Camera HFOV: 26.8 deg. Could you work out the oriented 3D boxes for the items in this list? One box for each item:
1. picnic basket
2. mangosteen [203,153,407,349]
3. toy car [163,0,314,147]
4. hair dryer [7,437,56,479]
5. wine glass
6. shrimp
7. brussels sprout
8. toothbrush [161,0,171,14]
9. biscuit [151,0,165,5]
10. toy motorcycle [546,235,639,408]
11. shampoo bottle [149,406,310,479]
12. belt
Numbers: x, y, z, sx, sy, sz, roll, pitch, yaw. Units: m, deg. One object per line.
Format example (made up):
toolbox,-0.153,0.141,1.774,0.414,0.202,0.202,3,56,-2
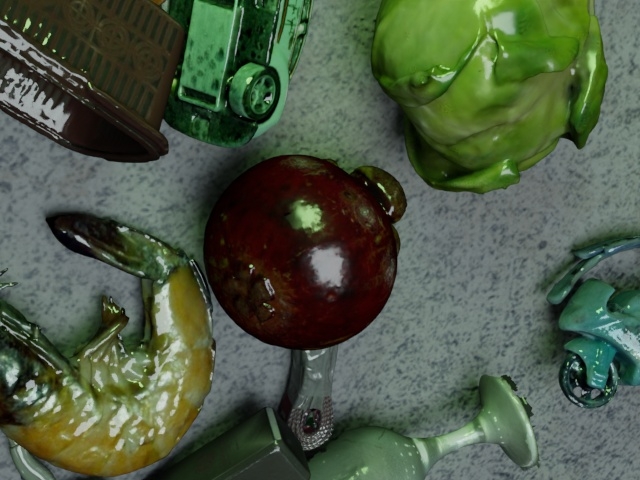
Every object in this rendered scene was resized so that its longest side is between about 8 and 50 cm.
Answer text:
picnic basket,-0.262,-0.194,1.237,0.297,0.222,0.129,34,72,-33
mangosteen,0.000,0.000,1.448,0.257,0.215,0.215,-34,127,-41
toy car,-0.072,-0.247,1.332,0.125,0.136,0.305,-8,115,-55
hair dryer,-0.340,0.292,1.499,0.167,0.067,0.199,-44,113,4
wine glass,0.106,0.277,1.650,0.321,0.143,0.143,-20,120,-17
shrimp,-0.281,0.075,1.406,0.445,0.085,0.272,40,83,-31
brussels sprout,0.179,-0.195,1.427,0.259,0.227,0.294,32,88,-48
toothbrush,-0.153,-0.285,1.340,0.025,0.020,0.286,1,112,-20
biscuit,-0.178,-0.289,1.296,0.102,0.019,0.130,19,113,8
toy motorcycle,0.412,0.095,1.725,0.260,0.154,0.206,-12,94,-17
shampoo bottle,-0.135,0.296,1.557,0.246,0.080,0.079,-34,120,6
belt,-0.010,0.139,1.584,0.071,0.053,0.232,-1,113,-24
